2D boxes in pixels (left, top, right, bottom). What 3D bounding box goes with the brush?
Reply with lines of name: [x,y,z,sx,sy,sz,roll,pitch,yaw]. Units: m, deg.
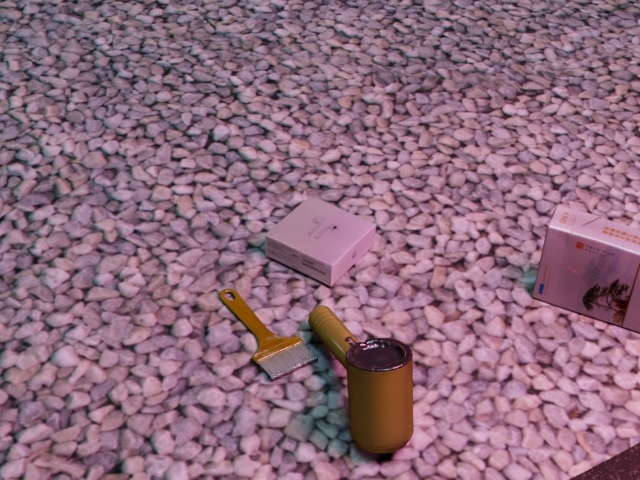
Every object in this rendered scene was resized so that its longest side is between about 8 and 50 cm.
brush: [-0.093,0.132,1.697,0.083,0.011,0.205,-23,45,-27]

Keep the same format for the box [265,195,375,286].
box: [0.000,0.000,1.829,0.130,0.051,0.129,25,44,24]

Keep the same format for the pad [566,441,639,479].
pad: [0.390,0.378,1.435,0.330,0.004,0.220,-19,45,-25]

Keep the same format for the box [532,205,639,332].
box: [0.451,0.052,1.721,0.233,0.149,0.067,19,39,18]

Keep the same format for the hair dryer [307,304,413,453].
hair dryer: [0.048,0.175,1.589,0.090,0.134,0.278,-12,25,-17]
